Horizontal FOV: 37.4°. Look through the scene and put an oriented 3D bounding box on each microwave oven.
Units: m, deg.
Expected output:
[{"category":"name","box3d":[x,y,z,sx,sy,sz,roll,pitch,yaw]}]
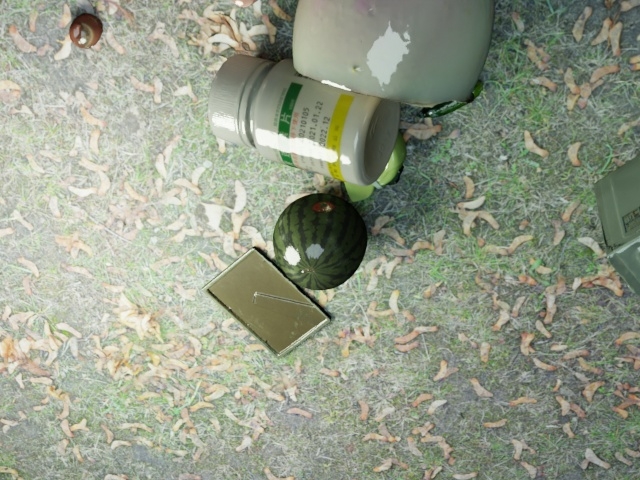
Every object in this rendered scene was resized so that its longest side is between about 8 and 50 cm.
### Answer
[{"category":"microwave oven","box3d":[0.675,-0.036,1.825,0.237,0.295,0.181,-35,109,27]}]

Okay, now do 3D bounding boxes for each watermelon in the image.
[{"category":"watermelon","box3d":[0.000,0.000,2.026,0.212,0.212,0.212,5,122,8]}]

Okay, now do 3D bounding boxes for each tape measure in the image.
[{"category":"tape measure","box3d":[0.103,-0.181,1.967,0.154,0.087,0.177,-11,114,27]}]

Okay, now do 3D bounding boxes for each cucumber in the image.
[{"category":"cucumber","box3d":[0.261,-0.276,1.911,0.155,0.037,0.037,-24,114,23]}]

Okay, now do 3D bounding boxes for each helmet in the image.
[{"category":"helmet","box3d":[-0.492,-0.424,1.953,0.065,0.049,0.084,34,121,-12]}]

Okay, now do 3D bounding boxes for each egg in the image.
[{"category":"egg","box3d":[0.141,-0.438,1.658,0.354,0.354,0.340,12,110,4]}]

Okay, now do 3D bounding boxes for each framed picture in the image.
[{"category":"framed picture","box3d":[-0.128,0.152,2.256,0.192,0.018,0.265,-37,108,27]}]

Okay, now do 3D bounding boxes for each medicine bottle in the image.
[{"category":"medicine bottle","box3d":[-0.033,-0.244,1.846,0.339,0.208,0.208,17,124,22]}]

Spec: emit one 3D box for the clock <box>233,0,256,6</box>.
[{"category":"clock","box3d":[-0.189,-0.585,1.757,0.227,0.142,0.241,17,113,0]}]
